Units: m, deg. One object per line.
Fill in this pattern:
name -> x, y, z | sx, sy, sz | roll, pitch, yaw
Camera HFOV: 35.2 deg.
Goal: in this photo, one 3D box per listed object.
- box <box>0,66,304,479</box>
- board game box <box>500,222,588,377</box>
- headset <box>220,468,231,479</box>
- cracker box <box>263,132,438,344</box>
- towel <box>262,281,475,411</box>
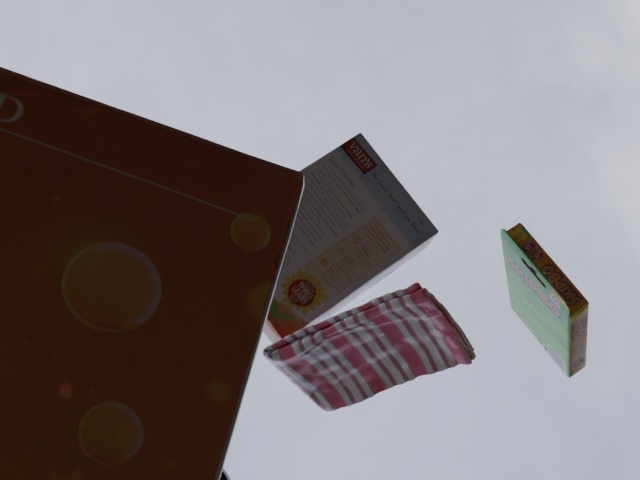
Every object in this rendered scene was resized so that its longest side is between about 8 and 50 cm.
box -> -0.161, 0.118, 0.351 | 0.214, 0.168, 0.345 | 19, -122, -6
board game box -> 0.268, 0.073, 1.201 | 0.124, 0.039, 0.259 | 54, 179, 27
headset -> -0.166, 0.315, 0.910 | 0.243, 0.185, 0.394 | -95, -20, -51
cracker box -> 0.000, 0.000, 1.189 | 0.232, 0.067, 0.156 | -34, -101, -17
towel -> 0.053, 0.122, 1.086 | 0.144, 0.197, 0.029 | 49, -156, -43
